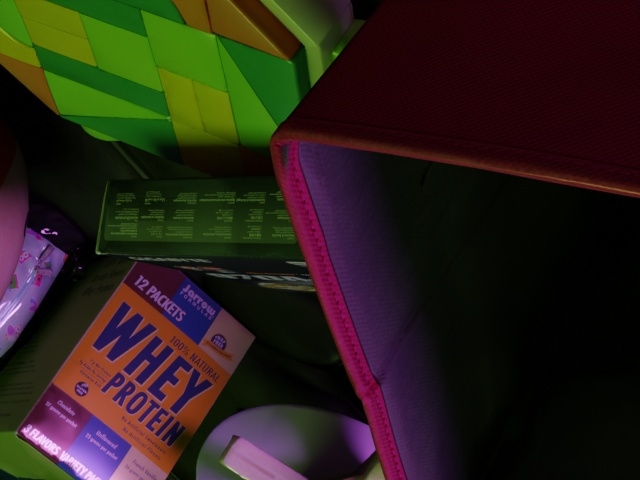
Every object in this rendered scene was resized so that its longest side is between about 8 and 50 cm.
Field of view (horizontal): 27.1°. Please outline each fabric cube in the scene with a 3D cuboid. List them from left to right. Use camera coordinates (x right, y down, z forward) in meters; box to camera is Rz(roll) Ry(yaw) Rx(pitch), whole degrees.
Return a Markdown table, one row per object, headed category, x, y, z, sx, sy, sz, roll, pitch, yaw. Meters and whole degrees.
| category | x | y | z | sx | sy | sz | roll | pitch | yaw |
| --- | --- | --- | --- | --- | --- | --- | --- | --- | --- |
| fabric cube | 0.178 | -0.008 | 0.464 | 0.254 | 0.258 | 0.259 | 14 | 142 | 31 |

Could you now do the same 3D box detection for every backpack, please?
| category | x | y | z | sx | sy | sz | roll | pitch | yaw |
| --- | --- | --- | --- | --- | --- | --- | --- | --- | --- |
| backpack | -0.311 | 0.051 | 1.200 | 0.115 | 0.182 | 0.152 | 43 | 152 | -23 |

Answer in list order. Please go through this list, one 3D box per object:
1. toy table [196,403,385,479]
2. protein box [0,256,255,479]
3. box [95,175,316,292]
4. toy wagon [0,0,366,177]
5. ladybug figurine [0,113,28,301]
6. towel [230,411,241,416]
| category | x | y | z | sx | sy | sz | roll | pitch | yaw |
| --- | --- | --- | --- | --- | --- | --- | --- | --- | --- |
| toy table | 0.020 | 0.244 | 1.137 | 0.274 | 0.252 | 0.161 | 20 | 169 | -2 |
| protein box | -0.203 | 0.133 | 1.202 | 0.136 | 0.201 | 0.200 | 43 | 152 | -21 |
| box | 0.000 | 0.000 | 0.824 | 0.220 | 0.051 | 0.175 | 1 | 171 | 39 |
| toy wagon | -0.068 | -0.122 | 0.776 | 0.344 | 0.068 | 0.267 | 22 | 152 | 19 |
| ladybug figurine | -0.376 | -0.116 | 0.977 | 0.305 | 0.162 | 0.449 | 23 | 158 | 51 |
| towel | -0.050 | 0.225 | 1.387 | 0.067 | 0.029 | 0.119 | 11 | 147 | 37 |
